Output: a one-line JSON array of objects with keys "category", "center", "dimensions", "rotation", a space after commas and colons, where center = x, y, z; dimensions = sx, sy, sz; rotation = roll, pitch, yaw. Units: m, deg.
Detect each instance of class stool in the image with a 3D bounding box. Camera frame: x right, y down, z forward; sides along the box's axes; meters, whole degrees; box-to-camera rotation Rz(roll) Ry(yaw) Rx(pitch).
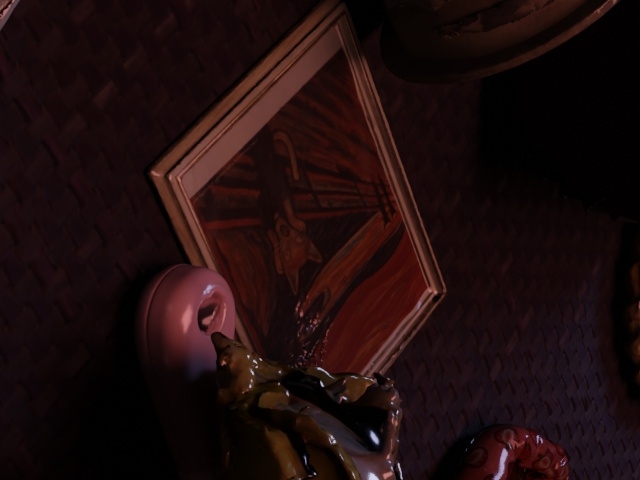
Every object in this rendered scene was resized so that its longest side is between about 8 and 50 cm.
[{"category": "stool", "center": [0.344, -0.137, 1.228], "dimensions": [0.330, 0.297, 0.297], "rotation": [11, 88, -55]}]

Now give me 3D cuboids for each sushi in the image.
[{"category": "sushi", "center": [-0.002, 0.121, 0.875], "dimensions": [0.291, 0.131, 0.139], "rotation": [0, 93, -78]}]

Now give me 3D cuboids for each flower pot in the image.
[{"category": "flower pot", "center": [0.081, -0.236, 0.966], "dimensions": [0.202, 0.212, 0.212], "rotation": [50, 57, -28]}]

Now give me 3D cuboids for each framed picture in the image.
[{"category": "framed picture", "center": [0.000, 0.000, 1.030], "dimensions": [0.216, 0.016, 0.273], "rotation": [-50, 132, -35]}]

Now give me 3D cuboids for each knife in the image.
[{"category": "knife", "center": [-0.065, 0.164, 0.975], "dimensions": [0.081, 0.043, 0.335], "rotation": [-44, 135, -49]}]

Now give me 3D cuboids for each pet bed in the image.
[{"category": "pet bed", "center": [0.146, 0.243, 1.233], "dimensions": [0.201, 0.054, 0.201], "rotation": [-15, 108, -56]}]

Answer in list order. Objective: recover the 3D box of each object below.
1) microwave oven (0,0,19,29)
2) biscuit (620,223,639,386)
[{"category": "microwave oven", "center": [-0.225, -0.224, 0.553], "dimensions": [0.295, 0.181, 0.237], "rotation": [41, 74, -47]}, {"category": "biscuit", "center": [0.346, 0.077, 1.469], "dimensions": [0.273, 0.036, 0.187], "rotation": [46, 61, -46]}]
